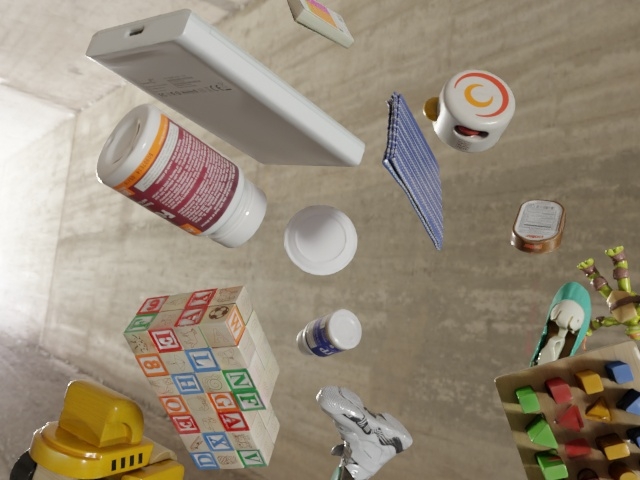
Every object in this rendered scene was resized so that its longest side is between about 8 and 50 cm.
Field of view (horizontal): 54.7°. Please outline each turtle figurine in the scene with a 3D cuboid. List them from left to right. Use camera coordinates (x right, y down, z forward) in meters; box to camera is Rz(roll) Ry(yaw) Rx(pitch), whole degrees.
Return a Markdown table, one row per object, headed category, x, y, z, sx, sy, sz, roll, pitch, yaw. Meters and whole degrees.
| category | x | y | z | sx | sy | sz | roll | pitch | yaw |
| --- | --- | --- | --- | --- | --- | --- | --- | --- | --- |
| turtle figurine | 0.676 | 0.127 | 1.366 | 0.087 | 0.217 | 0.269 | 1 | -27 | -35 |

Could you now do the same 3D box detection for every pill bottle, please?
| category | x | y | z | sx | sy | sz | roll | pitch | yaw |
| --- | --- | --- | --- | --- | --- | --- | --- | --- | --- |
| pill bottle | -0.338 | -0.147 | 1.568 | 0.224 | 0.224 | 0.392 | -1 | -27 | 47 |
| pill bottle | 0.018 | 0.266 | 1.732 | 0.112 | 0.112 | 0.187 | 10 | -25 | -33 |

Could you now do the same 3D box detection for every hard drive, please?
| category | x | y | z | sx | sy | sz | roll | pitch | yaw |
| --- | --- | --- | --- | --- | --- | --- | --- | --- | --- |
| hard drive | -0.111 | -0.175 | 0.786 | 0.203 | 0.040 | 0.307 | 8 | -13 | 42 |

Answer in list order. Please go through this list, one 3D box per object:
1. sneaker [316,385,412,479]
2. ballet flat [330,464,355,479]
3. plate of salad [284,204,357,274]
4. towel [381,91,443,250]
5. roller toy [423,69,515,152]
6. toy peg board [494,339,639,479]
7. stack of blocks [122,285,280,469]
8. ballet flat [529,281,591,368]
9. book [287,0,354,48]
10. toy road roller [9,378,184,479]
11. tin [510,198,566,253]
| category | x | y | z | sx | sy | sz | roll | pitch | yaw |
| --- | --- | --- | --- | --- | --- | --- | --- | --- | --- |
| sneaker | 0.088 | 0.573 | 1.794 | 0.366 | 0.210 | 0.137 | 36 | 7 | -31 |
| ballet flat | 0.051 | 0.603 | 1.412 | 0.096 | 0.095 | 0.280 | 25 | 5 | 9 |
| plate of salad | 0.000 | 0.000 | 1.687 | 0.200 | 0.200 | 0.048 | 6 | -18 | -3 |
| towel | 0.204 | -0.163 | 1.358 | 0.040 | 0.336 | 0.243 | -23 | -61 | 23 |
| roller toy | 0.396 | -0.334 | 1.628 | 0.209 | 0.191 | 0.146 | -25 | -21 | -17 |
| toy peg board | 0.293 | 0.210 | 0.670 | 0.161 | 0.161 | 0.079 | -19 | -9 | 11 |
| stack of blocks | -0.157 | 0.223 | 0.968 | 0.171 | 0.297 | 0.087 | -8 | 29 | 18 |
| ballet flat | 0.494 | 0.197 | 1.270 | 0.083 | 0.247 | 0.087 | 19 | -7 | 26 |
| book | -0.001 | -0.462 | 1.279 | 0.144 | 0.096 | 0.035 | 15 | -46 | -40 |
| toy road roller | -0.421 | 0.410 | 1.246 | 0.202 | 0.240 | 0.329 | 16 | -1 | 26 |
| tin | 0.487 | -0.036 | 1.382 | 0.106 | 0.040 | 0.189 | 4 | 35 | 26 |
